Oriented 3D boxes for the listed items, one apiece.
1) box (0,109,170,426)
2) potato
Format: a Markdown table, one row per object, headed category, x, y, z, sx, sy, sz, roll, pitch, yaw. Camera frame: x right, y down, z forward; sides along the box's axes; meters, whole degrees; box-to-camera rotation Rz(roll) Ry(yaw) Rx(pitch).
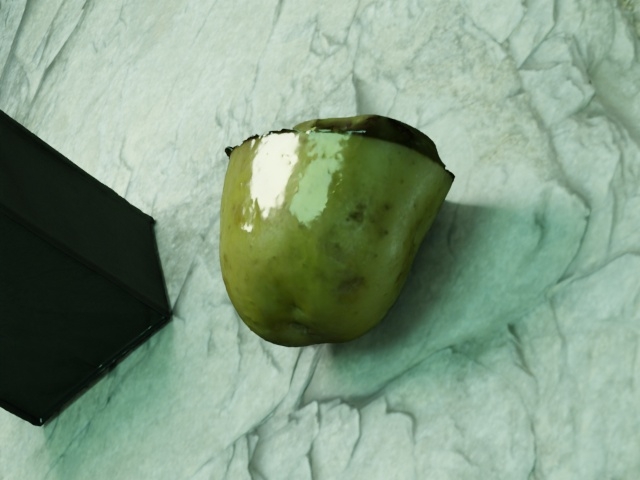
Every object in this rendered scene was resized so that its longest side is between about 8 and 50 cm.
| category | x | y | z | sx | sy | sz | roll | pitch | yaw |
| --- | --- | --- | --- | --- | --- | --- | --- | --- | --- |
| box | -0.392 | 0.024 | 2.076 | 0.251 | 0.345 | 0.204 | -38 | 40 | 19 |
| potato | 0.000 | 0.000 | 1.778 | 0.285 | 0.242 | 0.242 | -2 | 61 | 40 |
